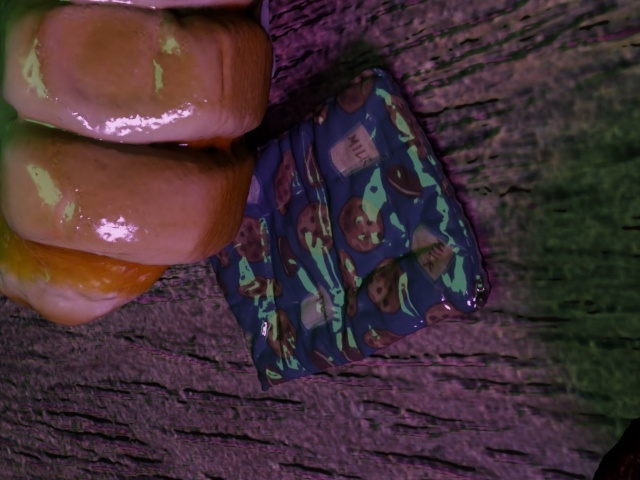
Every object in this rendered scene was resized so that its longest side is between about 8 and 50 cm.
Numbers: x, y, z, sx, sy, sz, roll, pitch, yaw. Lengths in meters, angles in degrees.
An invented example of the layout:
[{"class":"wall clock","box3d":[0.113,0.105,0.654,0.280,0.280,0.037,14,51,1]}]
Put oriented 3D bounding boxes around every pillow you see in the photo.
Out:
[{"class":"pillow","box3d":[0.002,0.001,0.732,0.256,0.034,0.188,-27,81,42]}]

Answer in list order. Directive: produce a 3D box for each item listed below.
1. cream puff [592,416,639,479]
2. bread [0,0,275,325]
[{"class":"cream puff","box3d":[0.250,0.164,0.454,0.239,0.165,0.239,37,135,48]},{"class":"bread","box3d":[-0.136,-0.110,0.684,0.300,0.210,0.341,-178,90,-67]}]
